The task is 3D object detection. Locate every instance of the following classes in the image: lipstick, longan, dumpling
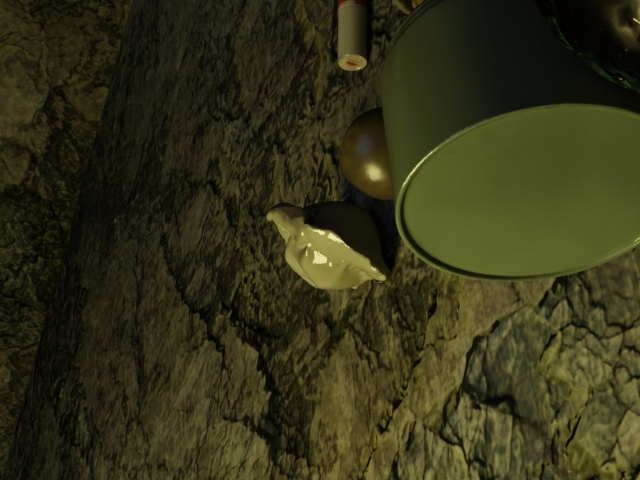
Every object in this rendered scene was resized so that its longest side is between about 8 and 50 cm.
[{"bbox_3d":[0.041,-0.283,1.548,0.038,0.038,0.131,-38,45,54],"label":"lipstick"},{"bbox_3d":[0.081,-0.094,1.308,0.119,0.106,0.106,26,104,25],"label":"longan"},{"bbox_3d":[0.000,0.000,1.378,0.108,0.127,0.188,-64,32,9],"label":"dumpling"}]

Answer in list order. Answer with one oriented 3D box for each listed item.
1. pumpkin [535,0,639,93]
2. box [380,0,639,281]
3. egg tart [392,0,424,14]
[{"bbox_3d":[0.276,-0.218,0.777,0.315,0.238,0.315,-15,63,30],"label":"pumpkin"},{"bbox_3d":[0.165,-0.089,0.959,0.226,0.226,0.149,-49,35,45],"label":"box"},{"bbox_3d":[0.139,-0.416,1.277,0.388,0.169,0.388,-169,90,-70],"label":"egg tart"}]
